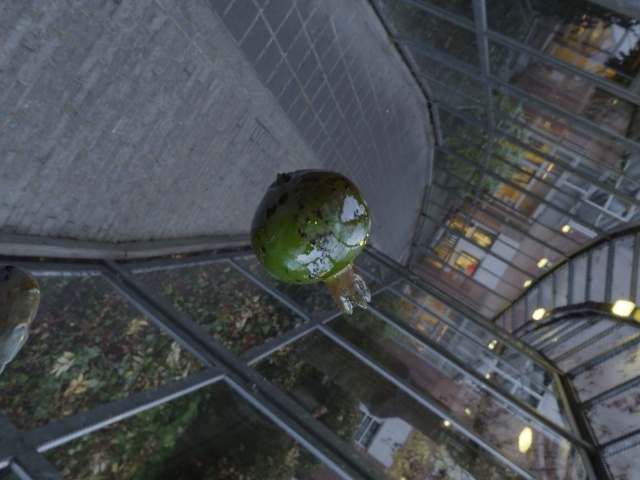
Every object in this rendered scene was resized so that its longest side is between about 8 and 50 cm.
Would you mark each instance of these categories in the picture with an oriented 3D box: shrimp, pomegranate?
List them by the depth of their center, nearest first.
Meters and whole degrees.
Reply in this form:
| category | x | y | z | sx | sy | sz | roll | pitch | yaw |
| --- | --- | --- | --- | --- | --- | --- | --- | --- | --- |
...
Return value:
| category | x | y | z | sx | sy | sz | roll | pitch | yaw |
| --- | --- | --- | --- | --- | --- | --- | --- | --- | --- |
| pomegranate | 0.000 | 0.000 | 0.610 | 0.159 | 0.205 | 0.159 | -31 | -175 | 3 |
| shrimp | -0.583 | 0.173 | 0.737 | 0.360 | 0.247 | 0.085 | -27 | 145 | 12 |
